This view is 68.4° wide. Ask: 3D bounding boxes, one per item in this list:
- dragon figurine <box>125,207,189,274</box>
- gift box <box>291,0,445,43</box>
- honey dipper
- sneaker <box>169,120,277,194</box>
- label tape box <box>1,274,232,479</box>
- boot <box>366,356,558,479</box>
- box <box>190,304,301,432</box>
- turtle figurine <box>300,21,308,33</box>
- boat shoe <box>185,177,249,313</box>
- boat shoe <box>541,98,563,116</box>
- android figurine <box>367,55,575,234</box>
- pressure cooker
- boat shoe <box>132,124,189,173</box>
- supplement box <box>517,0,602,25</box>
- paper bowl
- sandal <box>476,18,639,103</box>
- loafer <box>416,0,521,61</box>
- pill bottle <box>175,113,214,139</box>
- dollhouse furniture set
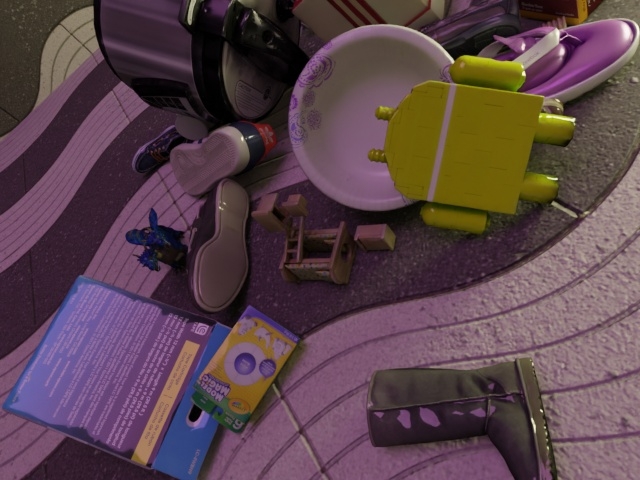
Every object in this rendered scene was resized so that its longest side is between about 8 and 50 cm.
[{"bbox_3d":[-0.369,-0.012,1.046,0.085,0.144,0.289,-46,45,-2],"label":"dragon figurine"},{"bbox_3d":[0.111,-0.532,1.018,0.276,0.258,0.255,-18,50,50],"label":"gift box"},{"bbox_3d":[0.367,-0.368,0.872,0.161,0.030,0.030,-12,53,32],"label":"honey dipper"},{"bbox_3d":[-0.231,-0.197,1.118,0.148,0.131,0.350,-31,19,-37],"label":"sneaker"},{"bbox_3d":[-0.316,0.236,0.828,0.348,0.115,0.249,18,66,7],"label":"label tape box"},{"bbox_3d":[0.155,0.226,0.556,0.209,0.076,0.189,-12,39,20],"label":"boot"},{"bbox_3d":[-0.122,0.206,0.754,0.105,0.043,0.179,32,80,9],"label":"box"},{"bbox_3d":[-0.038,-0.684,1.334,0.267,0.274,0.197,-15,26,1],"label":"turtle figurine"},{"bbox_3d":[-0.212,0.017,0.953,0.095,0.112,0.335,-35,37,34],"label":"boat shoe"},{"bbox_3d":[0.309,-0.192,0.763,0.152,0.056,0.049,-6,51,32],"label":"boat shoe"},{"bbox_3d":[0.207,-0.134,0.679,0.273,0.056,0.248,8,106,7],"label":"android figurine"},{"bbox_3d":[-0.235,-0.466,1.065,0.421,0.375,0.369,21,52,16],"label":"pressure cooker"},{"bbox_3d":[-0.454,-0.250,1.334,0.183,0.065,0.083,-45,43,-2],"label":"boat shoe"},{"bbox_3d":[0.444,-0.522,0.812,0.194,0.191,0.129,-46,45,-2],"label":"supplement box"},{"bbox_3d":[0.098,-0.198,0.791,0.284,0.284,0.148,-28,7,16],"label":"paper bowl"},{"bbox_3d":[0.302,-0.291,0.807,0.417,0.102,0.169,-11,54,29],"label":"sandal"},{"bbox_3d":[0.245,-0.388,0.906,0.268,0.096,0.084,-6,74,36],"label":"loafer"},{"bbox_3d":[-0.335,-0.383,1.310,0.118,0.117,0.208,-13,53,28],"label":"pill bottle"},{"bbox_3d":[0.000,0.000,0.766,0.182,0.161,0.101,-3,58,34],"label":"dollhouse furniture set"}]
